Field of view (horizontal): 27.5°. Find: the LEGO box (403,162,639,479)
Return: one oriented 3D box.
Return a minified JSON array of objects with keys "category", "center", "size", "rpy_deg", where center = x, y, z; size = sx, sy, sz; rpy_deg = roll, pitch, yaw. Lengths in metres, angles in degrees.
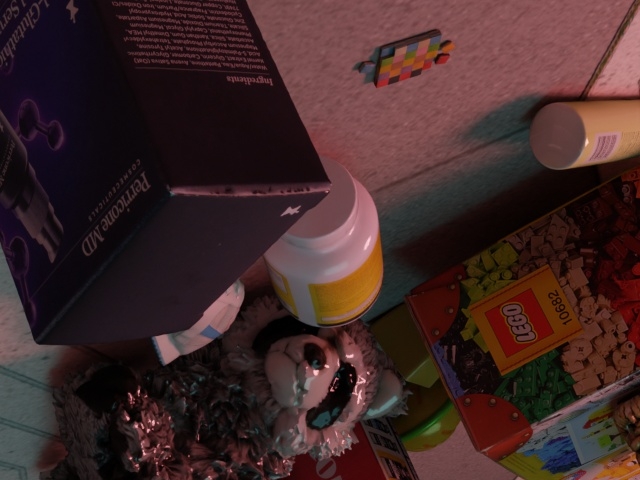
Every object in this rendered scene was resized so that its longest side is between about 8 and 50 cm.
[{"category":"LEGO box","center":[0.362,0.115,1.472],"size":[0.372,0.193,0.500],"rpy_deg":[-30,154,12]}]

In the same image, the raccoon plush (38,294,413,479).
[{"category":"raccoon plush","center":[-0.121,0.167,1.366],"size":[0.299,0.216,0.446],"rpy_deg":[-29,-169,-28]}]

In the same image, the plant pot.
[{"category":"plant pot","center":[0.121,0.111,1.524],"size":[0.083,0.081,0.081],"rpy_deg":[-42,154,12]}]

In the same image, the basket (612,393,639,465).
[{"category":"basket","center":[0.462,0.167,1.328],"size":[0.299,0.223,0.213],"rpy_deg":[-30,-174,10]}]

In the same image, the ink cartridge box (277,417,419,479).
[{"category":"ink cartridge box","center":[0.039,0.308,1.564],"size":[0.130,0.309,0.272],"rpy_deg":[-29,158,9]}]

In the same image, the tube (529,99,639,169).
[{"category":"tube","center":[0.290,-0.105,1.257],"size":[0.070,0.062,0.240],"rpy_deg":[14,-165,42]}]

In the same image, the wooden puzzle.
[{"category":"wooden puzzle","center":[0.067,-0.139,1.006],"size":[0.083,0.006,0.049],"rpy_deg":[-19,157,-14]}]

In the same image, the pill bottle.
[{"category":"pill bottle","center":[0.000,0.000,1.116],"size":[0.103,0.103,0.184],"rpy_deg":[-23,158,-5]}]

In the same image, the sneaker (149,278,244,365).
[{"category":"sneaker","center":[-0.118,0.033,1.108],"size":[0.092,0.087,0.229],"rpy_deg":[-28,166,-11]}]

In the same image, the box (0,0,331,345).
[{"category":"box","center":[-0.109,-0.070,0.712],"size":[0.108,0.207,0.153],"rpy_deg":[-3,149,-43]}]

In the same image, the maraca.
[{"category":"maraca","center":[0.124,0.234,1.774],"size":[0.127,0.099,0.185],"rpy_deg":[-40,-173,-32]}]
